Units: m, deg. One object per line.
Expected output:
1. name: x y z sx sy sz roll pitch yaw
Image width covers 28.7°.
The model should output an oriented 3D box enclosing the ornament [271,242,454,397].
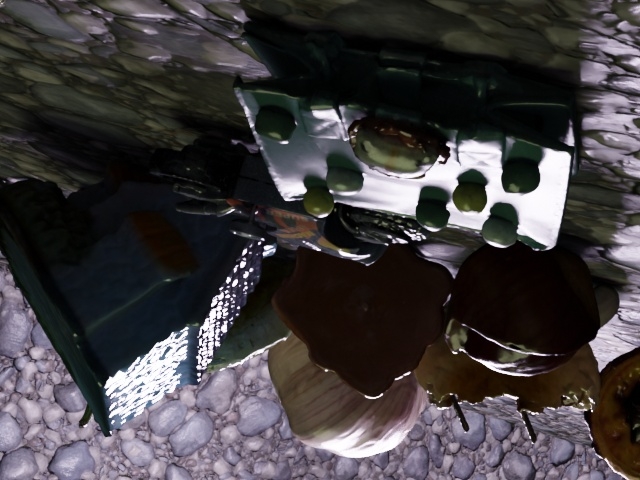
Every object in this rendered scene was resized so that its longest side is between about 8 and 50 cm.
1. ornament: 0.059 0.101 1.695 0.235 0.221 0.217 -12 173 -1

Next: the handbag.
1. handbag: 0.074 -0.070 1.033 0.269 0.100 0.274 14 170 11

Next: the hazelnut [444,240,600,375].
1. hazelnut: 0.233 0.079 1.434 0.170 0.160 0.201 12 164 9

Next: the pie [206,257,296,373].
1. pie: -0.160 0.109 1.989 0.306 0.306 0.071 9 129 31

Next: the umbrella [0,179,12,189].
1. umbrella: -0.491 -0.076 1.979 0.046 0.050 0.188 -3 -178 -39

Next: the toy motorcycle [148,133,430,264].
1. toy motorcycle: -0.029 -0.042 1.328 0.307 0.108 0.173 15 175 11

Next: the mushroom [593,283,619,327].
1. mushroom: 0.326 0.076 1.558 0.079 0.085 0.085 49 171 6

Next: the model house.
1. model house: -0.205 0.022 1.615 0.297 0.339 0.360 57 163 16

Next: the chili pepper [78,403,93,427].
1. chili pepper: -0.263 0.105 1.865 0.092 0.368 0.137 32 -178 -8

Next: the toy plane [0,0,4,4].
1. toy plane: -0.329 -0.194 0.989 0.229 0.092 0.244 -1 164 9

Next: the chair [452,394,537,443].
1. chair: 0.258 0.200 2.014 0.159 0.172 0.247 3 139 48

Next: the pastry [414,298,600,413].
1. pastry: 0.273 0.149 1.768 0.256 0.170 0.237 8 -172 16

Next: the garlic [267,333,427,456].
1. garlic: 0.060 0.226 2.174 0.259 0.317 0.317 -25 146 33

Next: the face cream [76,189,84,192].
1. face cream: -0.337 0.007 1.888 0.104 0.149 0.149 18 170 -4

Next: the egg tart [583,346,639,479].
1. egg tart: 0.526 0.270 1.933 0.215 0.215 0.171 10 180 26
